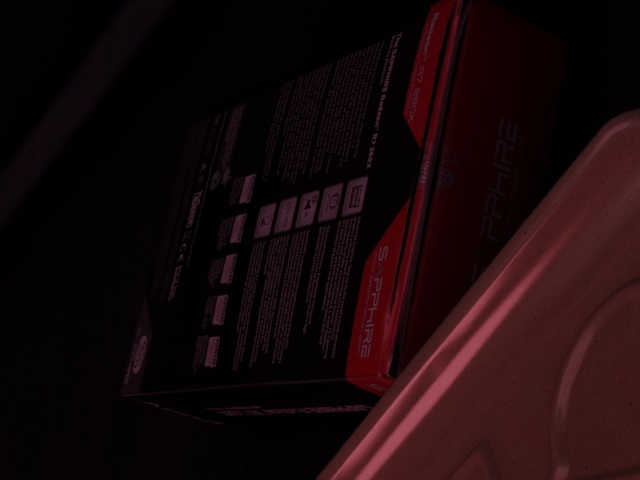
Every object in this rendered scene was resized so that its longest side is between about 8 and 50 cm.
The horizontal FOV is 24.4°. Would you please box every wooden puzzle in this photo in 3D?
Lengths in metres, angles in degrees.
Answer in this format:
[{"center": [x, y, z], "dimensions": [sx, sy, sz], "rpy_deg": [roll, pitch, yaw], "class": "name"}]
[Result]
[{"center": [0.131, 0.165, 0.638], "dimensions": [0.322, 0.080, 0.348], "rpy_deg": [-54, 35, 30], "class": "wooden puzzle"}]

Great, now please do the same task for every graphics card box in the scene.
[{"center": [0.000, 0.000, 0.970], "dimensions": [0.371, 0.094, 0.233], "rpy_deg": [-14, 61, 58], "class": "graphics card box"}]
